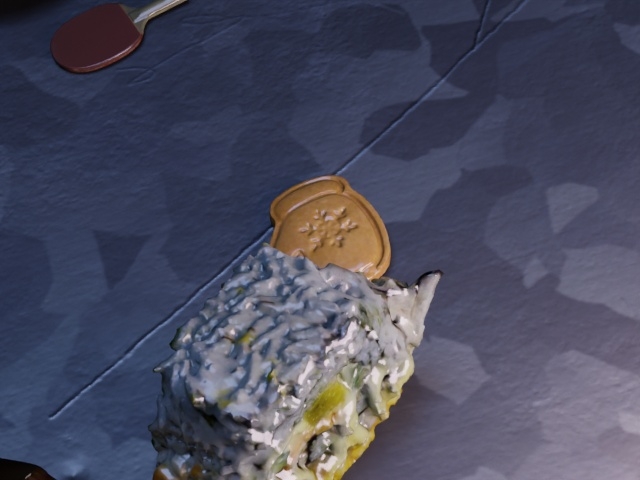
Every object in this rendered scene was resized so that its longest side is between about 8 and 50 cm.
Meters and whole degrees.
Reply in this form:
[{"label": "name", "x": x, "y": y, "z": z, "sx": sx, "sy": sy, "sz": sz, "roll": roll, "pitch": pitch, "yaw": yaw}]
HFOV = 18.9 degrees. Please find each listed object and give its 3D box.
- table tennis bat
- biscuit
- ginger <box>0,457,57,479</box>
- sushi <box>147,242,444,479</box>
[{"label": "table tennis bat", "x": -0.211, "y": -0.226, "z": 2.024, "sx": 0.156, "sy": 0.013, "sz": 0.087, "roll": -29, "pitch": 49, "yaw": -8}, {"label": "biscuit", "x": 0.000, "y": -0.001, "z": 1.783, "sx": 0.118, "sy": 0.023, "sz": 0.140, "roll": -33, "pitch": 52, "yaw": -14}, {"label": "ginger", "x": -0.356, "y": 0.307, "z": 1.470, "sx": 0.414, "sy": 0.211, "sz": 0.358, "roll": -2, "pitch": 11, "yaw": -4}, {"label": "sushi", "x": -0.026, "y": 0.114, "z": 1.590, "sx": 0.139, "sy": 0.184, "sz": 0.274, "roll": 26, "pitch": 60, "yaw": 28}]
